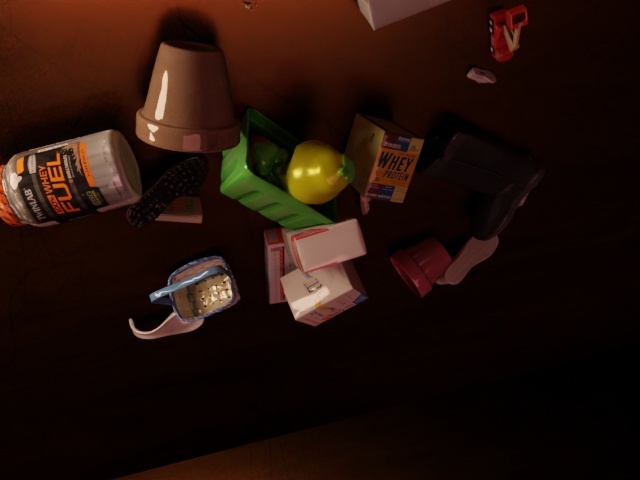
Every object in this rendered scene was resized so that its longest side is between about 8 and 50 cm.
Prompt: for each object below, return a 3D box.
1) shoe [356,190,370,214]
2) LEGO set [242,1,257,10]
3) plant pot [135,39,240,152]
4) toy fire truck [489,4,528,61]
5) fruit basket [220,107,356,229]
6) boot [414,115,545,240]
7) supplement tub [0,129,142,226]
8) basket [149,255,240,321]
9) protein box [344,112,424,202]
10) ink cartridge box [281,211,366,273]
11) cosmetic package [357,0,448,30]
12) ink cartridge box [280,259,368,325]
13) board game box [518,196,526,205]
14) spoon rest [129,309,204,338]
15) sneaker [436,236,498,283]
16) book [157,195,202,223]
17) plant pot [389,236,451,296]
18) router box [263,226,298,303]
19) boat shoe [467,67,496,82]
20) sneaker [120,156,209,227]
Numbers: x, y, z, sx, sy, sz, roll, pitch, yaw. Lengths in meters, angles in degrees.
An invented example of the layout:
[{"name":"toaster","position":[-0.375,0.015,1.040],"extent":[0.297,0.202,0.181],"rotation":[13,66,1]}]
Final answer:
[{"name":"shoe","position":[0.153,-0.172,1.825],"extent":[0.058,0.076,0.219],"rotation":[-10,136,-2]},{"name":"LEGO set","position":[-0.151,-0.590,1.315],"extent":[0.054,0.023,0.083],"rotation":[10,131,-28]},{"name":"plant pot","position":[-0.322,-0.364,1.352],"extent":[0.263,0.263,0.229],"rotation":[0,118,-19]},{"name":"toy fire truck","position":[0.514,-0.564,1.494],"extent":[0.047,0.135,0.192],"rotation":[-20,138,2]},{"name":"fruit basket","position":[-0.060,-0.206,1.556],"extent":[0.392,0.283,0.392],"rotation":[-2,147,-1]},{"name":"boot","position":[0.503,-0.192,1.871],"extent":[0.445,0.146,0.367],"rotation":[11,121,-34]},{"name":"supplement tub","position":[-0.671,-0.158,1.452],"extent":[0.338,0.207,0.207],"rotation":[-16,138,-3]},{"name":"basket","position":[-0.416,0.166,1.865],"extent":[0.254,0.201,0.289],"rotation":[-22,169,2]},{"name":"protein box","position":[0.175,-0.247,1.623],"extent":[0.136,0.201,0.200],"rotation":[6,114,-25]},{"name":"ink cartridge box","position":[0.000,0.000,1.735],"extent":[0.207,0.283,0.117],"rotation":[-18,101,-10]},{"name":"cosmetic package","position":[0.211,-0.622,1.334],"extent":[0.238,0.127,0.107],"rotation":[-21,137,6]},{"name":"ink cartridge box","position":[0.013,0.170,1.918],"extent":[0.232,0.168,0.171],"rotation":[-30,154,13]},{"name":"board game box","position":[0.743,-0.170,2.078],"extent":[0.090,0.020,0.090],"rotation":[-4,137,-15]},{"name":"spoon rest","position":[-0.583,0.320,2.081],"extent":[0.276,0.084,0.137],"rotation":[-10,138,-8]},{"name":"sneaker","position":[0.582,0.071,2.228],"extent":[0.292,0.108,0.169],"rotation":[-39,180,-14]},{"name":"book","position":[-0.441,-0.100,1.678],"extent":[0.144,0.096,0.035],"rotation":[1,135,-22]},{"name":"plant pot","position":[0.399,0.088,2.117],"extent":[0.180,0.201,0.201],"rotation":[-37,137,-3]},{"name":"router box","position":[-0.052,0.083,2.017],"extent":[0.301,0.082,0.335],"rotation":[-8,137,-12]},{"name":"boat shoe","position":[0.484,-0.491,1.642],"extent":[0.100,0.035,0.035],"rotation":[5,161,-29]},{"name":"sneaker","position":[-0.467,-0.168,1.604],"extent":[0.283,0.124,0.107],"rotation":[-39,134,-15]}]
